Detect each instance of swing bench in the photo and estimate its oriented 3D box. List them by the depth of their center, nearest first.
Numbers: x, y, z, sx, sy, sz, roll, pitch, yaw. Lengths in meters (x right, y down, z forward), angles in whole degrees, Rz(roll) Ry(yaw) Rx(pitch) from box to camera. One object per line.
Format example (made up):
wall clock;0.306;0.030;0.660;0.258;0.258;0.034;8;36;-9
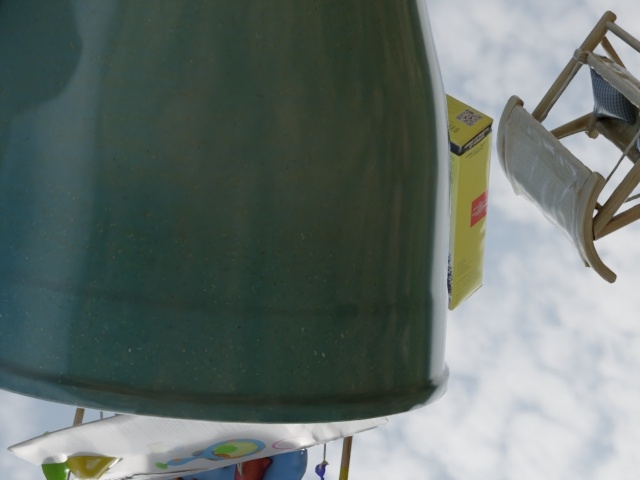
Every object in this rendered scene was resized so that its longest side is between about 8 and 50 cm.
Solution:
swing bench;0.374;-0.124;1.982;0.165;0.255;0.253;48;-176;-35

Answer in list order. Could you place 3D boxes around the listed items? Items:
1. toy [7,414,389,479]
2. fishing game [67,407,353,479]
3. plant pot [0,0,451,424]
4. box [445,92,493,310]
toy;-0.085;0.118;1.065;0.137;0.237;0.056;57;-163;-61
fishing game;-0.094;0.153;1.168;0.041;0.264;0.189;33;-115;-57
plant pot;-0.056;-0.066;0.762;0.272;0.272;0.255;-3;-78;-49
box;0.126;-0.039;1.567;0.058;0.087;0.232;-36;-38;-31
